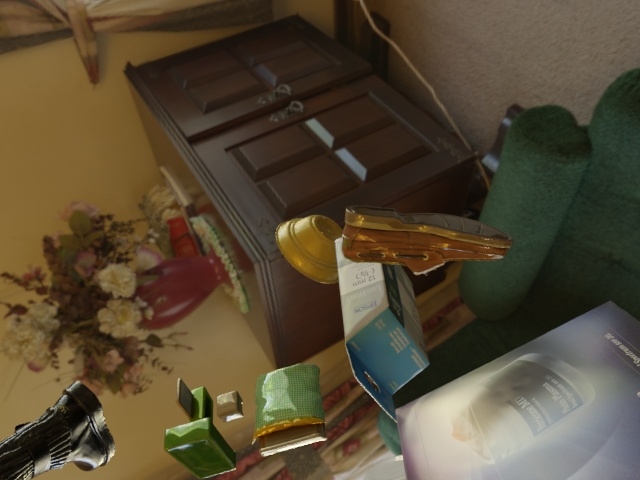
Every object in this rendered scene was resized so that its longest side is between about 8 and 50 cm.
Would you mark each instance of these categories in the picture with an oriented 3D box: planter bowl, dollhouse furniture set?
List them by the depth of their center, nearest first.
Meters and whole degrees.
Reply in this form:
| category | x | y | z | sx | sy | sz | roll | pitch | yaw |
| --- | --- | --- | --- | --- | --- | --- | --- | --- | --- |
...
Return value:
| category | x | y | z | sx | sy | sz | roll | pitch | yaw |
| --- | --- | --- | --- | --- | --- | --- | --- | --- | --- |
| dollhouse furniture set | -0.151 | 0.343 | 1.079 | 0.198 | 0.301 | 0.151 | -103 | -6 | -50 |
| planter bowl | 0.000 | 0.000 | 1.317 | 0.090 | 0.217 | 0.217 | -50 | 62 | 30 |

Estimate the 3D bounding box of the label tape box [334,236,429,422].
| category | x | y | z | sx | sy | sz | roll | pitch | yaw |
| --- | --- | --- | --- | --- | --- | --- | --- | --- | --- |
| label tape box | 0.141 | 0.176 | 1.110 | 0.249 | 0.115 | 0.348 | 53 | -159 | -40 |

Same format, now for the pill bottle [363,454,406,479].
| category | x | y | z | sx | sy | sz | roll | pitch | yaw |
| --- | --- | --- | --- | --- | --- | --- | --- | --- | --- |
| pill bottle | 0.282 | 0.863 | 1.542 | 0.210 | 0.210 | 0.363 | 147 | 103 | -72 |

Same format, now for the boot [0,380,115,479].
| category | x | y | z | sx | sy | sz | roll | pitch | yaw |
| --- | --- | --- | --- | --- | --- | --- | --- | --- | --- |
| boot | -0.638 | 0.511 | 1.196 | 0.131 | 0.260 | 0.348 | 25 | 134 | 18 |

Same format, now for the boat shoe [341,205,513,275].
| category | x | y | z | sx | sy | sz | roll | pitch | yaw |
| --- | --- | --- | --- | --- | --- | --- | --- | --- | --- |
| boat shoe | 0.192 | 0.007 | 0.953 | 0.111 | 0.307 | 0.105 | -49 | -33 | -69 |

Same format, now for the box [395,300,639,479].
| category | x | y | z | sx | sy | sz | roll | pitch | yaw |
| --- | --- | --- | --- | --- | --- | --- | --- | --- | --- |
| box | 0.247 | 0.243 | 0.488 | 0.183 | 0.293 | 0.296 | 57 | -171 | -10 |
